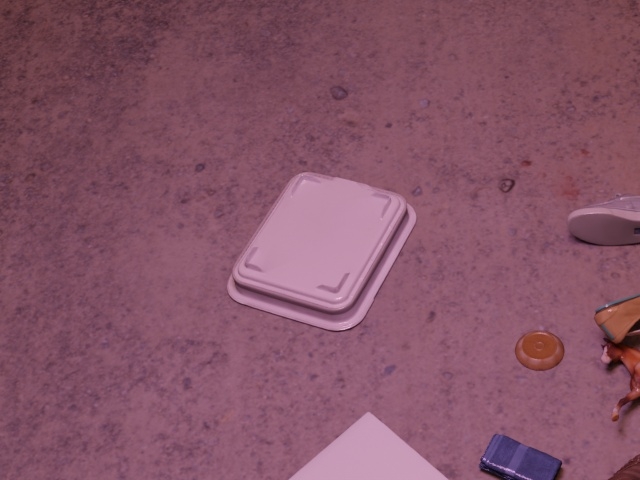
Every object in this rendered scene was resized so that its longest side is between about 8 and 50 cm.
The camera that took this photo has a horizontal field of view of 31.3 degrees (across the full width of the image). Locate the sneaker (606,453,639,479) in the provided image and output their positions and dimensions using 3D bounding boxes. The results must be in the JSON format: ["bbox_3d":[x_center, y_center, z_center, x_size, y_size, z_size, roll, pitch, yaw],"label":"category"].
[{"bbox_3d":[0.486,0.368,1.743,0.188,0.066,0.071,-15,31,-8],"label":"sneaker"}]

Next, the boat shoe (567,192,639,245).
[{"bbox_3d":[0.561,-0.044,2.076,0.227,0.079,0.081,0,42,4],"label":"boat shoe"}]

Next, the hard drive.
[{"bbox_3d":[0.025,0.450,1.768,0.353,0.047,0.233,-38,52,-20],"label":"hard drive"}]

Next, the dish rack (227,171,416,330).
[{"bbox_3d":[0.000,0.000,2.156,0.285,0.072,0.333,15,53,24],"label":"dish rack"}]

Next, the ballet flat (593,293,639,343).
[{"bbox_3d":[0.565,0.113,1.933,0.232,0.080,0.073,-21,73,-21],"label":"ballet flat"}]

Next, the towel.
[{"bbox_3d":[0.316,0.353,1.803,0.119,0.029,0.067,20,56,28],"label":"towel"}]

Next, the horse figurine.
[{"bbox_3d":[0.573,0.227,1.820,0.263,0.066,0.174,-2,27,22],"label":"horse figurine"}]

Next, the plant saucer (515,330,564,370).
[{"bbox_3d":[0.374,0.184,1.949,0.083,0.015,0.083,-6,48,7],"label":"plant saucer"}]
